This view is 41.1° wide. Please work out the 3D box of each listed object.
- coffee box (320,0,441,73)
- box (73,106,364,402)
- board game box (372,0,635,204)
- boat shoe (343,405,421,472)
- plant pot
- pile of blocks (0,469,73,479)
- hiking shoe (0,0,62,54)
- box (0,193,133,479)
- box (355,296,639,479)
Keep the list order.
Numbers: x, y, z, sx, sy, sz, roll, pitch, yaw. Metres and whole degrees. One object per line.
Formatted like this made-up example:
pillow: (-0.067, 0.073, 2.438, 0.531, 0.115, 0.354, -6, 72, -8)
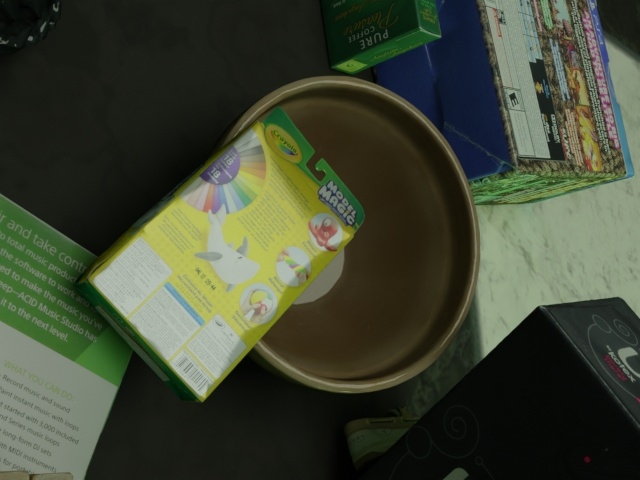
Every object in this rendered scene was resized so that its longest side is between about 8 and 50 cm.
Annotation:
coffee box: (0.050, -0.267, 0.834, 0.040, 0.113, 0.184, 4, 73, -50)
box: (-0.057, 0.003, 0.552, 0.179, 0.043, 0.105, -46, 104, -25)
board game box: (0.205, -0.166, 0.950, 0.291, 0.141, 0.232, -3, 80, -49)
boat shoe: (0.071, 0.172, 0.764, 0.135, 0.050, 0.045, 8, 47, -53)
plant pot: (0.000, 0.000, 0.671, 0.237, 0.109, 0.238, 5, 79, -30)
pile of blocks: (-0.174, 0.143, 0.366, 0.362, 0.112, 0.149, 46, 48, -27)
hiking shoe: (-0.251, -0.154, 0.460, 0.304, 0.132, 0.113, -55, 153, -65)
box: (-0.235, 0.110, 0.438, 0.232, 0.058, 0.322, 39, 53, -33)
box: (0.162, 0.192, 0.661, 0.143, 0.270, 0.165, 1, 46, -48)
